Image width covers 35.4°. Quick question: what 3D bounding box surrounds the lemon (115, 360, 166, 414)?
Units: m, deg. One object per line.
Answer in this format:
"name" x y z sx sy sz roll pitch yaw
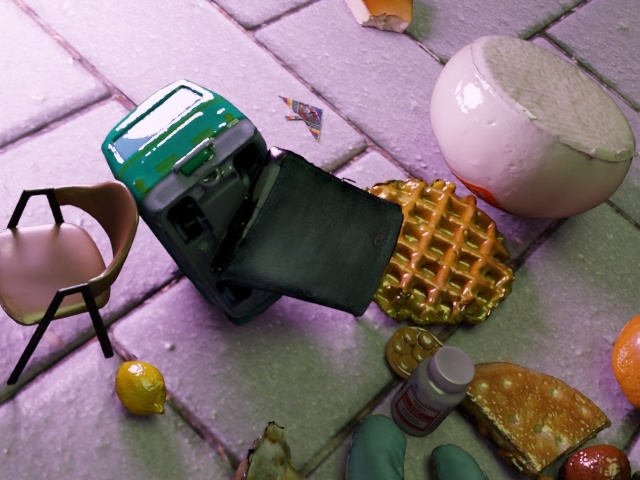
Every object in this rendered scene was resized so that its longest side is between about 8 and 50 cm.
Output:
"lemon" -0.233 0.195 1.313 0.065 0.065 0.092 -27 58 -39

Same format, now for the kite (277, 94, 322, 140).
"kite" -0.028 -0.226 1.810 0.090 0.004 0.122 -18 62 -37

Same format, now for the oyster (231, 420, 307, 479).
"oyster" -0.061 0.366 1.252 0.166 0.094 0.294 35 33 -21

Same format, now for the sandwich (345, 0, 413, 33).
"sandwich" 0.097 -0.499 2.065 0.193 0.058 0.162 21 47 -12

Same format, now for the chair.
"chair" -0.328 0.038 1.264 0.172 0.247 0.158 -12 59 -25

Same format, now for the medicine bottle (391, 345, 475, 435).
"medicine bottle" 0.162 0.214 1.437 0.079 0.140 0.079 14 48 -16

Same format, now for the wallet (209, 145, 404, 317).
"wallet" 0.000 0.000 1.396 0.046 0.190 0.379 27 4 32

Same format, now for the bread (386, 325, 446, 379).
"bread" 0.151 0.180 1.541 0.110 0.024 0.110 13 49 -15

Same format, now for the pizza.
"pizza" 0.311 0.277 1.514 0.292 0.058 0.197 14 46 -14

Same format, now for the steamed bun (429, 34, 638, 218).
"steamed bun" 0.358 -0.183 1.793 0.374 0.241 0.374 23 36 -18

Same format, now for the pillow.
"pillow" 0.141 0.343 1.360 0.233 0.086 0.214 21 41 -11

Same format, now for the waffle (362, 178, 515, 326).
"waffle" 0.183 0.014 1.666 0.325 0.068 0.302 -9 56 -27

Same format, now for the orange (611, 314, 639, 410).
"orange" 0.565 0.206 1.631 0.193 0.161 0.193 24 36 -19

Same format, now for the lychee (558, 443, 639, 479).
"lychee" 0.420 0.358 1.470 0.140 0.101 0.114 15 82 -6

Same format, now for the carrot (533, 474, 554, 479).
"carrot" 0.303 0.412 1.412 0.037 0.037 0.190 28 47 -3

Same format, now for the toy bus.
"toy bus" -0.153 -0.053 1.379 0.183 0.343 0.199 -40 58 -11
